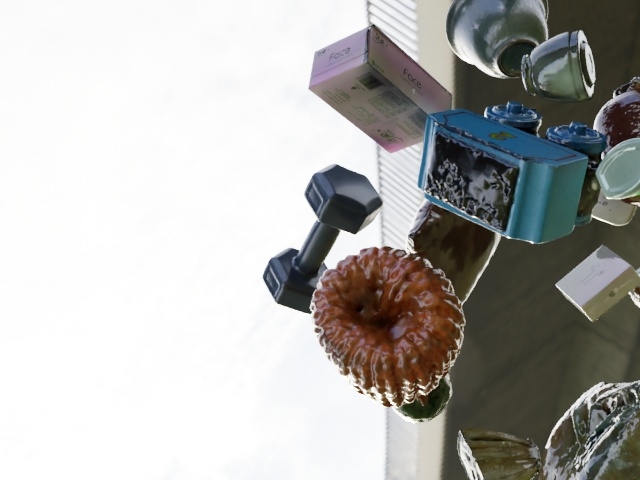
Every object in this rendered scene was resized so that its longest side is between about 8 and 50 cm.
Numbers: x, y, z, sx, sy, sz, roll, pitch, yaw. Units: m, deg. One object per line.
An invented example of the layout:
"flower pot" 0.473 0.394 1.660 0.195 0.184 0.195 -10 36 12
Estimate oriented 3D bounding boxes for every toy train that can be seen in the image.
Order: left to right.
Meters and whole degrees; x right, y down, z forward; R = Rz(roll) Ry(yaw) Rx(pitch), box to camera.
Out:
"toy train" 0.336 -0.121 1.859 0.265 0.300 0.188 -14 -59 -40

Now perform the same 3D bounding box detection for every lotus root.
"lotus root" 0.337 0.420 2.003 0.144 0.143 0.070 0 -53 -8

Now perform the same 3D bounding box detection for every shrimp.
"shrimp" 0.486 0.302 1.746 0.110 0.221 0.445 16 -51 -18

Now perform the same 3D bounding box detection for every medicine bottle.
"medicine bottle" 0.553 -0.123 1.690 0.229 0.083 0.121 -10 -20 -32

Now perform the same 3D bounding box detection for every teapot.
"teapot" 0.371 -0.271 1.681 0.149 0.108 0.111 -47 -54 -60

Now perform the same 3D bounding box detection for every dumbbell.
"dumbbell" 0.000 0.000 2.238 0.160 0.144 0.325 21 -53 -11

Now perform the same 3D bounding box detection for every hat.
"hat" 0.163 0.185 2.024 0.285 0.285 0.400 -48 -29 -1

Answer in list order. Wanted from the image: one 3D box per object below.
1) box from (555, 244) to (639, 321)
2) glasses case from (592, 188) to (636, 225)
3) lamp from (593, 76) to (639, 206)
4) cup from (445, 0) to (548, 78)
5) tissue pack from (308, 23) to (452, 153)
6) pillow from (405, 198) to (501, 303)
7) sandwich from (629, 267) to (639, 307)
"box" 0.564 0.087 2.185 0.129 0.130 0.051 -41 -68 4
"glasses case" 0.573 -0.093 2.282 0.049 0.197 0.076 0 -67 -57
"lamp" 0.595 -0.171 1.956 0.180 0.258 0.180 -5 -23 -2
"cup" 0.341 -0.370 1.969 0.199 0.150 0.199 -5 -49 -6
"tissue pack" 0.110 -0.272 1.971 0.246 0.148 0.092 33 -128 -39
"pillow" 0.270 -0.006 2.198 0.308 0.108 0.305 -54 -36 -30
"sandwich" 0.847 0.077 2.502 0.249 0.095 0.273 -38 5 2
